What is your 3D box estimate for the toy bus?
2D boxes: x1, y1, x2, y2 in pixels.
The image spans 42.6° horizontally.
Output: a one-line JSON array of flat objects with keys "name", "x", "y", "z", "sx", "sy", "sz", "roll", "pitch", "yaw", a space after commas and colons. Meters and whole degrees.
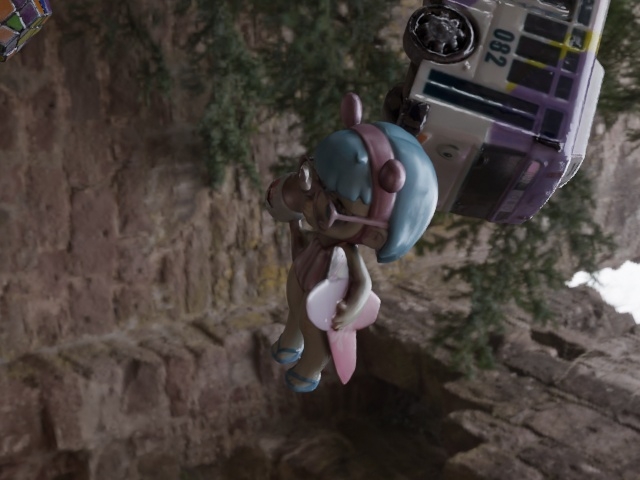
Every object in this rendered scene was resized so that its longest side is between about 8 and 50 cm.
[{"name": "toy bus", "x": 0.235, "y": -0.242, "z": 1.054, "sx": 0.209, "sy": 0.250, "sz": 0.439, "roll": 102, "pitch": 8, "yaw": -67}]

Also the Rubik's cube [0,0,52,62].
[{"name": "Rubik's cube", "x": -0.298, "y": -0.215, "z": 0.733, "sx": 0.111, "sy": 0.111, "sz": 0.093, "roll": 57, "pitch": -35, "yaw": 28}]

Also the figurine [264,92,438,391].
[{"name": "figurine", "x": 0.013, "y": 0.005, "z": 0.687, "sx": 0.205, "sy": 0.103, "sz": 0.260, "roll": -106, "pitch": -152, "yaw": -51}]
